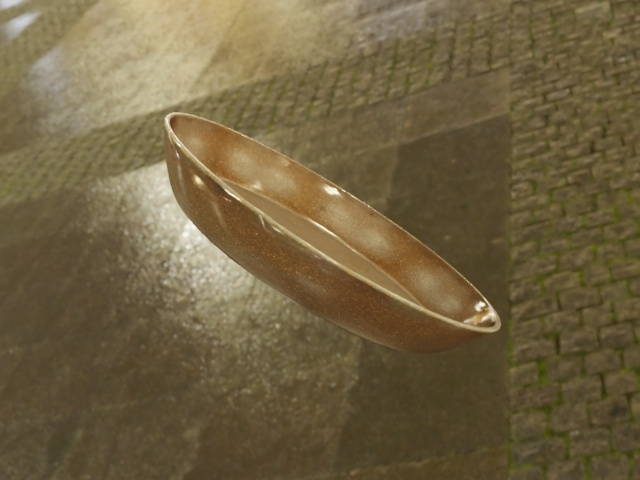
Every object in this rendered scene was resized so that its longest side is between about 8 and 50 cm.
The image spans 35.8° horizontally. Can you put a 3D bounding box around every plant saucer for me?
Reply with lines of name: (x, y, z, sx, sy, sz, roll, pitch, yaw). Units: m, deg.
plant saucer: (0.000, 0.000, 0.431, 0.029, 0.168, 0.168, -57, 27, 11)
